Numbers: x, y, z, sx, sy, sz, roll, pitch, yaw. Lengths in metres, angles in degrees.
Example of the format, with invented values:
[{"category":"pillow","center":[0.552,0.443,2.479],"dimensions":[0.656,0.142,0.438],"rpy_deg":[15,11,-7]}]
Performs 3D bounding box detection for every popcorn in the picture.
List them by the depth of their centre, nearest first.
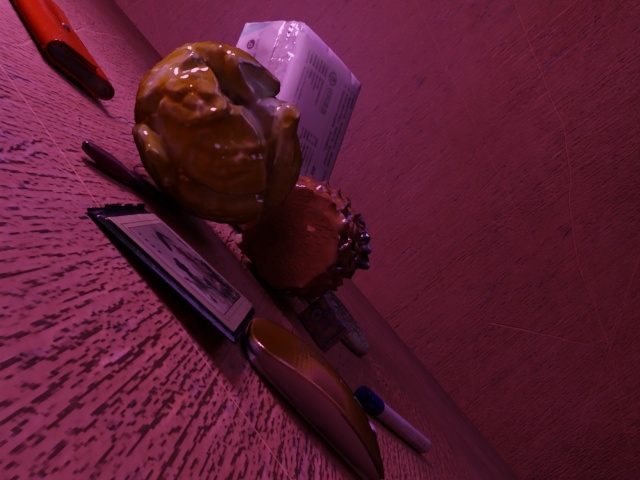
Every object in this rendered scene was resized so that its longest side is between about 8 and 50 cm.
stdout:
[{"category":"popcorn","center":[-0.155,-0.155,0.961],"dimensions":[0.276,0.225,0.277],"rpy_deg":[168,-90,-76]}]

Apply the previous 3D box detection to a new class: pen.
[{"category":"pen","center":[0.134,0.322,1.172],"dimensions":[0.269,0.033,0.033],"rpy_deg":[46,5,-43]}]

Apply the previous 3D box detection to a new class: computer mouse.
[{"category":"computer mouse","center":[0.003,0.185,0.789],"dimensions":[0.245,0.056,0.126],"rpy_deg":[50,3,-13]}]

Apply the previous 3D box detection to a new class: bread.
[{"category":"bread","center":[0.027,0.158,1.548],"dimensions":[0.267,0.040,0.267],"rpy_deg":[49,3,-4]}]

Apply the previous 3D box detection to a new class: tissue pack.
[{"category":"tissue pack","center":[0.007,0.148,1.187],"dimensions":[0.083,0.063,0.035],"rpy_deg":[51,1,34]},{"category":"tissue pack","center":[-0.087,-0.236,1.390],"dimensions":[0.193,0.357,0.266],"rpy_deg":[10,-15,37]}]

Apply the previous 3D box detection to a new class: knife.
[{"category":"knife","center":[-0.239,-0.076,0.858],"dimensions":[0.035,0.018,0.247],"rpy_deg":[45,-2,20]}]

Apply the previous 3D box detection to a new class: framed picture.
[{"category":"framed picture","center":[-0.148,0.027,0.723],"dimensions":[0.195,0.010,0.199],"rpy_deg":[42,3,-2]}]

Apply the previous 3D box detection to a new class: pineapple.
[{"category":"pineapple","center":[0.001,-0.002,1.253],"dimensions":[0.223,0.223,0.357],"rpy_deg":[50,11,14]}]

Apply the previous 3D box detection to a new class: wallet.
[{"category":"wallet","center":[-0.408,-0.318,1.043],"dimensions":[0.204,0.045,0.142],"rpy_deg":[51,4,32]}]

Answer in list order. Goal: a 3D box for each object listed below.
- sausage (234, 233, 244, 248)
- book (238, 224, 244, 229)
[{"category":"sausage","center":[-0.121,0.021,1.248],"dimensions":[0.024,0.024,0.132],"rpy_deg":[52,4,34]},{"category":"book","center":[-0.095,-0.006,1.520],"dimensions":[0.262,0.028,0.374],"rpy_deg":[40,5,-7]}]
